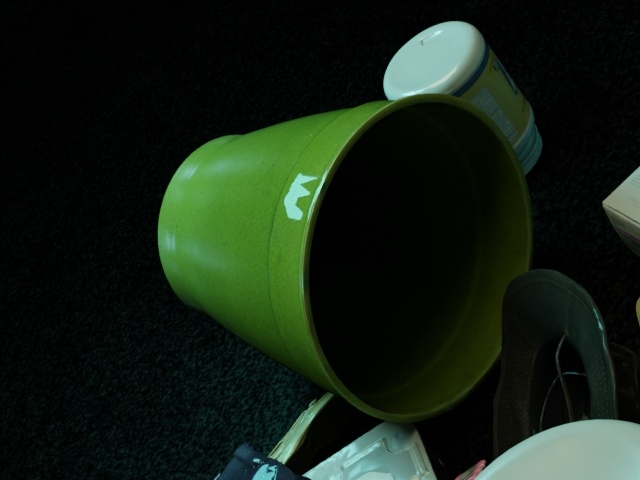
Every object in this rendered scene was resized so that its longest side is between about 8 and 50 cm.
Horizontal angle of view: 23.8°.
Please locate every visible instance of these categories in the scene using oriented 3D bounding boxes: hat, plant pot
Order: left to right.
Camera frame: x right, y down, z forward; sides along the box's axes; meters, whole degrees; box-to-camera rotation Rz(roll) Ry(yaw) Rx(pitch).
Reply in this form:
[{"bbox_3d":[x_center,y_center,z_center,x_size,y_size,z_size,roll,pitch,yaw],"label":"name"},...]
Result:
[{"bbox_3d":[0.000,0.000,1.803,0.353,0.366,0.366,10,58,47],"label":"plant pot"},{"bbox_3d":[0.282,0.178,1.518,0.134,0.331,0.331,-2,32,-13],"label":"hat"}]

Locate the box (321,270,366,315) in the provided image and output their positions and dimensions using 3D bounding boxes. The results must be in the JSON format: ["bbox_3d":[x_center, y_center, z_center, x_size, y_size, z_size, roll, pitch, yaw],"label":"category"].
[{"bbox_3d":[0.039,0.020,2.037,0.231,0.056,0.183,-44,34,-6],"label":"box"}]

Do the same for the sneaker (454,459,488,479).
[{"bbox_3d":[0.172,0.278,1.621,0.047,0.057,0.119,-40,7,18],"label":"sneaker"}]

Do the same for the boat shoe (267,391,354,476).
[{"bbox_3d":[-0.017,0.236,1.848,0.048,0.056,0.153,26,78,50],"label":"boat shoe"}]

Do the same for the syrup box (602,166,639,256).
[{"bbox_3d":[0.443,-0.075,1.710,0.237,0.096,0.093,-44,32,-4],"label":"syrup box"}]

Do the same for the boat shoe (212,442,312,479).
[{"bbox_3d":[-0.040,0.325,1.582,0.158,0.127,0.340,-54,34,-7],"label":"boat shoe"}]

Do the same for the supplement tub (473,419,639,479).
[{"bbox_3d":[0.262,0.325,1.216,0.241,0.331,0.241,-26,36,21],"label":"supplement tub"}]

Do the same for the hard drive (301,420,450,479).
[{"bbox_3d":[0.054,0.359,1.629,0.237,0.064,0.339,-34,33,10],"label":"hard drive"}]

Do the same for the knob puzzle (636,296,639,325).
[{"bbox_3d":[0.415,0.081,1.576,0.213,0.030,0.213,-17,65,43],"label":"knob puzzle"}]

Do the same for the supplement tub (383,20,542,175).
[{"bbox_3d":[0.189,-0.170,1.976,0.144,0.199,0.144,-26,37,21],"label":"supplement tub"}]
